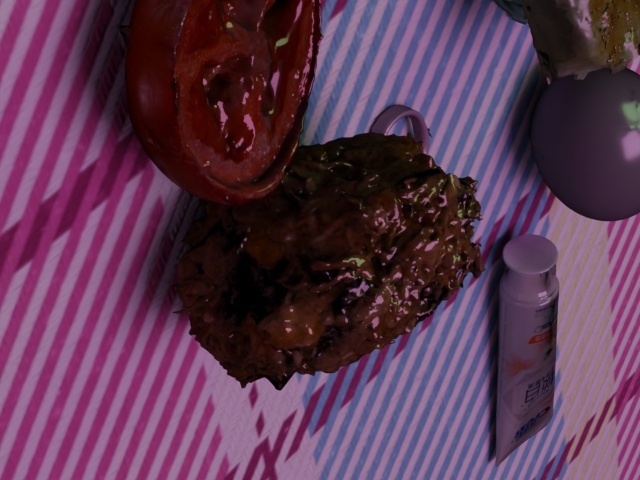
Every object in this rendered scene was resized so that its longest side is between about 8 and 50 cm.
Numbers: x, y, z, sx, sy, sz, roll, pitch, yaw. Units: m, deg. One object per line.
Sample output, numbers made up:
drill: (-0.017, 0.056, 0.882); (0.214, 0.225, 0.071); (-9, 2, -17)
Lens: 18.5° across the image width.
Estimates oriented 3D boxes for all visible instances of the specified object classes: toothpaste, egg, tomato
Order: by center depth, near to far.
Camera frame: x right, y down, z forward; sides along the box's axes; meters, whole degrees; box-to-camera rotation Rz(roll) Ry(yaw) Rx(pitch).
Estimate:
tomato: (-0.086, -0.145, 1.540); (0.228, 0.101, 0.228); (-34, 132, -49)
egg: (0.293, -0.099, 2.035); (0.146, 0.146, 0.199); (-48, 144, -21)
toothpaste: (0.229, 0.126, 2.191); (0.100, 0.066, 0.323); (-37, 144, -28)

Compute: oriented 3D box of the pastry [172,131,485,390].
pastry: (0.000, 0.000, 1.651); (0.275, 0.275, 0.193); (-32, 100, -37)

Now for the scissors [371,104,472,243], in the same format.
scissors: (0.094, -0.033, 1.917); (0.118, 0.030, 0.242); (-55, 144, -9)

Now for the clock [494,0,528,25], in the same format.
clock: (0.218, -0.257, 1.919); (0.101, 0.041, 0.135); (-59, 147, -5)

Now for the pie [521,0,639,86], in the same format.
pie: (0.286, -0.294, 1.885); (0.371, 0.078, 0.296); (-16, 106, -57)
